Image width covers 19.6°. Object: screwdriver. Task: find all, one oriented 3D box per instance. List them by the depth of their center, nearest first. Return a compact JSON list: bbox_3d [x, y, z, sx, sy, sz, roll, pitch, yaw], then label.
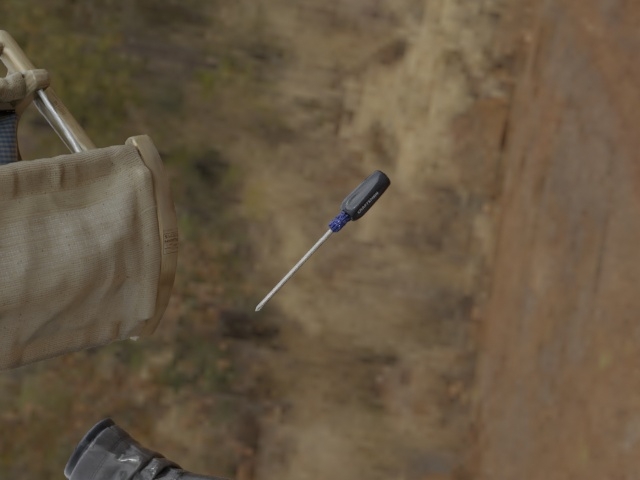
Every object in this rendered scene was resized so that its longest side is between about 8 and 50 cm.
[{"bbox_3d":[0.000,0.000,1.654,0.170,0.024,0.025,-45,-23,-12],"label":"screwdriver"}]

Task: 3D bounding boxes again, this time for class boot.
[{"bbox_3d":[-0.124,0.317,1.697,0.118,0.222,0.338,-40,-37,-46],"label":"boot"}]

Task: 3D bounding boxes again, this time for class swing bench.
[{"bbox_3d":[-0.271,-0.027,1.409,0.254,0.253,0.165,35,119,28],"label":"swing bench"}]
